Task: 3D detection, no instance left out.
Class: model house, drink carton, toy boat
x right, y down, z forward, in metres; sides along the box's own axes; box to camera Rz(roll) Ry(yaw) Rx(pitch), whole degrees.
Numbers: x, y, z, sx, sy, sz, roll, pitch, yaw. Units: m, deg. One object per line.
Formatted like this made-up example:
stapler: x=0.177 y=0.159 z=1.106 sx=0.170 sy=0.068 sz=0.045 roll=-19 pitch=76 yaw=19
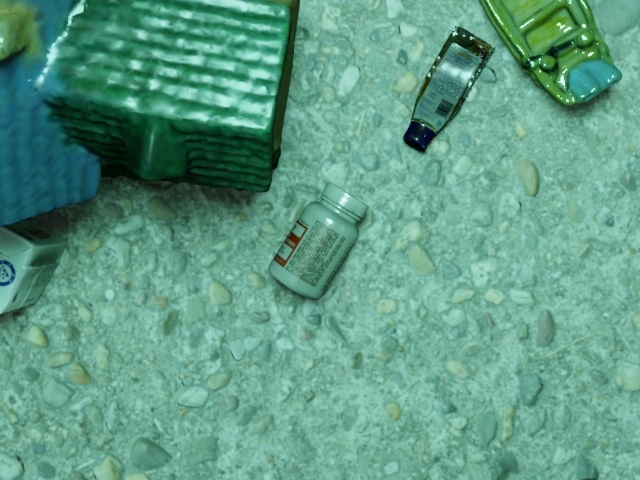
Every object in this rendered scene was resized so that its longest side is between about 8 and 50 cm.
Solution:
model house: x=-0.227 y=-0.165 z=1.013 sx=0.382 sy=0.343 sz=0.335 roll=8 pitch=115 yaw=0
drink carton: x=-0.498 y=-0.023 z=1.182 sx=0.315 sy=0.130 sz=0.107 roll=29 pitch=95 yaw=1
toy boat: x=0.268 y=-0.294 z=1.154 sx=0.111 sy=0.084 sz=0.276 roll=-33 pitch=87 yaw=7

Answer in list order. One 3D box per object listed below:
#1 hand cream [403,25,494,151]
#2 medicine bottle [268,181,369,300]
hand cream: x=0.159 y=-0.192 z=1.187 sx=0.062 sy=0.039 sz=0.163 roll=30 pitch=88 yaw=4
medicine bottle: x=0.000 y=0.000 z=1.178 sx=0.079 sy=0.079 sz=0.140 roll=32 pitch=94 yaw=2
